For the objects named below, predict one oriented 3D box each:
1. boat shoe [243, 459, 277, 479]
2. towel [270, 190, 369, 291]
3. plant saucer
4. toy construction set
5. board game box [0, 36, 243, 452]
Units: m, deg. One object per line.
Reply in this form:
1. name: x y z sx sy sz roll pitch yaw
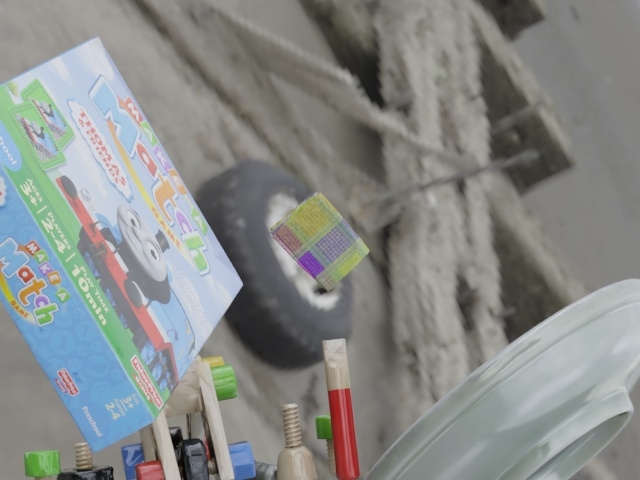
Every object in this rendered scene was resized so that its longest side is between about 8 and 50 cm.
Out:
1. boat shoe: -0.036 0.317 1.858 0.219 0.070 0.078 54 43 -47
2. towel: 0.000 0.000 1.503 0.083 0.060 0.009 47 1 -22
3. plant saucer: 0.216 0.204 1.716 0.100 0.400 0.400 51 19 20
4. toy construction set: -0.117 0.133 1.667 0.257 0.309 0.237 2 83 -76
5. board game box: -0.109 -0.009 0.795 0.160 0.039 0.211 60 13 -9
